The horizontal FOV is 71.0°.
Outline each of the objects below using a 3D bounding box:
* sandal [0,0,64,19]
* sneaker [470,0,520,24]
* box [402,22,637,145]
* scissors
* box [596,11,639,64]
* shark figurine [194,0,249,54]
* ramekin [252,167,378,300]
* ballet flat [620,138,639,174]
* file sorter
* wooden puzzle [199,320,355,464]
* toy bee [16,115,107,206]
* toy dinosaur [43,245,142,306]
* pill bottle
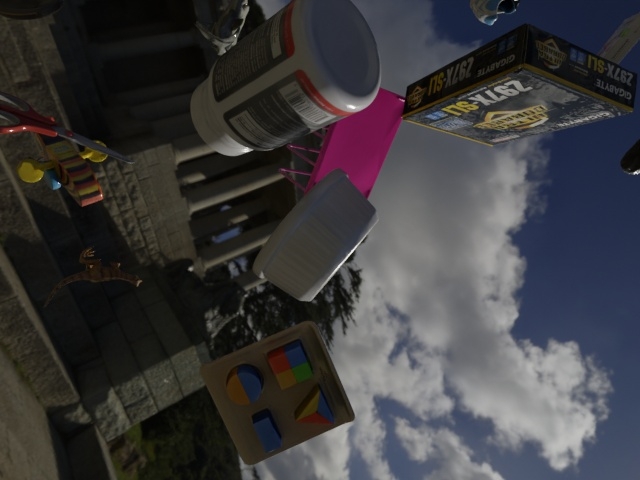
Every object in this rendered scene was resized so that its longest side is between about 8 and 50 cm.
[{"bbox_3d":[-0.467,-0.395,0.630,0.219,0.090,0.060,44,-20,1],"label":"sandal"},{"bbox_3d":[0.455,-0.592,1.062,0.086,0.237,0.085,52,-12,-5],"label":"sneaker"},{"bbox_3d":[0.350,-0.268,0.845,0.322,0.257,0.079,-178,-82,-66],"label":"box"},{"bbox_3d":[-0.528,-0.229,0.907,0.021,0.297,0.109,-45,-124,30],"label":"scissors"},{"bbox_3d":[0.677,-0.430,1.053,0.038,0.145,0.186,37,-63,6],"label":"box"},{"bbox_3d":[-0.262,-0.523,1.126,0.278,0.116,0.166,-85,-158,-45],"label":"shark figurine"},{"bbox_3d":[0.000,0.000,0.885,0.127,0.273,0.273,40,-31,5],"label":"ramekin"},{"bbox_3d":[0.699,-0.209,0.925,0.173,0.049,0.057,-54,-138,37],"label":"ballet flat"},{"bbox_3d":[0.043,-0.261,1.126,0.182,0.202,0.290,41,-62,41],"label":"file sorter"},{"bbox_3d":[-0.115,0.426,1.214,0.080,0.348,0.322,-106,174,-81],"label":"wooden puzzle"},{"bbox_3d":[-0.648,-0.207,1.089,0.298,0.195,0.162,17,-49,16],"label":"toy bee"},{"bbox_3d":[-0.495,0.071,0.976,0.112,0.211,0.064,44,-60,32],"label":"toy dinosaur"},{"bbox_3d":[-0.084,-0.295,0.862,0.363,0.210,0.210,-11,-77,43],"label":"pill bottle"}]
